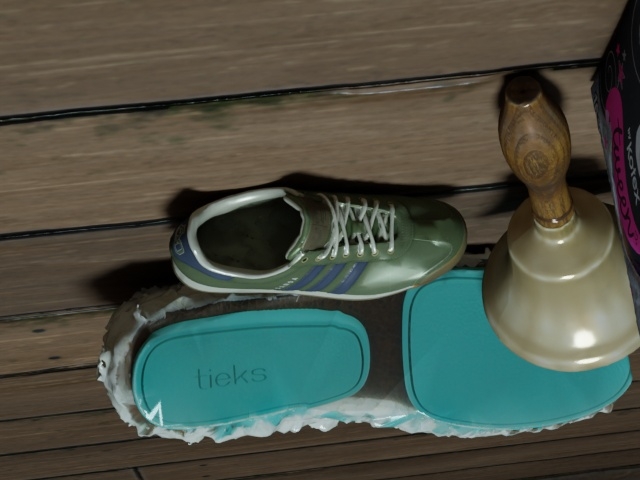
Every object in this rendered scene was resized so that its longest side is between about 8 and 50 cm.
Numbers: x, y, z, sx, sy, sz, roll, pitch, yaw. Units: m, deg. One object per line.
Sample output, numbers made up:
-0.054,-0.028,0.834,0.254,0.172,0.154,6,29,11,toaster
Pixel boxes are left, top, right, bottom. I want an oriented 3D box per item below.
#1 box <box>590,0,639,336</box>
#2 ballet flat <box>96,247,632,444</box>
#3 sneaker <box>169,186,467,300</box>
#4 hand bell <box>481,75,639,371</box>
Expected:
0.238,0.000,0.716,0.163,0.247,0.142,-6,161,-3,box
0.031,0.070,1.113,0.409,0.147,0.147,2,161,-18,ballet flat
0.000,0.000,0.921,0.192,0.064,0.086,-4,168,-2,sneaker
0.139,-0.023,0.886,0.126,0.126,0.242,-11,151,11,hand bell
